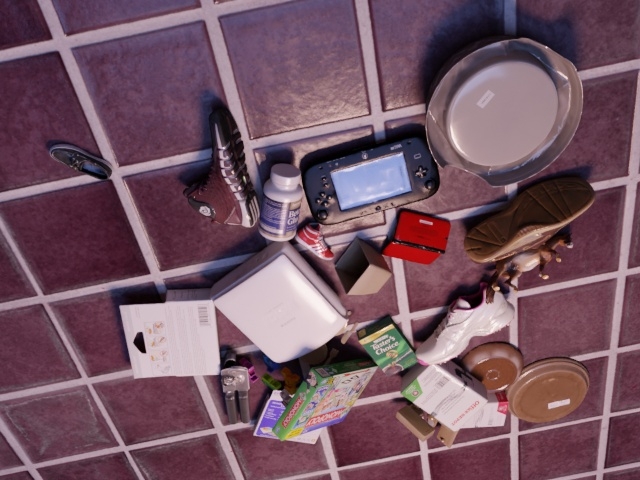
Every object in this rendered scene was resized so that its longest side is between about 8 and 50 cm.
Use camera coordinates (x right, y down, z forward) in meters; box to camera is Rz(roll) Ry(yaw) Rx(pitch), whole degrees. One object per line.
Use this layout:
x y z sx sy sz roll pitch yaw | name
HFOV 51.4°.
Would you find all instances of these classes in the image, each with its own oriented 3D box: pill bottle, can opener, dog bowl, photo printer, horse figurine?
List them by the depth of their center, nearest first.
0.394 -0.293 1.483 0.348 0.102 0.349 -3 124 -5 | dog bowl
-0.092 -0.091 1.567 0.094 0.094 0.170 4 124 -10 | pill bottle
-0.095 0.172 1.727 0.256 0.107 0.307 -33 116 15 | photo printer
0.531 0.066 1.728 0.263 0.174 0.066 -32 104 25 | horse figurine
-0.243 0.428 1.930 0.075 0.095 0.284 -3 138 -6 | can opener

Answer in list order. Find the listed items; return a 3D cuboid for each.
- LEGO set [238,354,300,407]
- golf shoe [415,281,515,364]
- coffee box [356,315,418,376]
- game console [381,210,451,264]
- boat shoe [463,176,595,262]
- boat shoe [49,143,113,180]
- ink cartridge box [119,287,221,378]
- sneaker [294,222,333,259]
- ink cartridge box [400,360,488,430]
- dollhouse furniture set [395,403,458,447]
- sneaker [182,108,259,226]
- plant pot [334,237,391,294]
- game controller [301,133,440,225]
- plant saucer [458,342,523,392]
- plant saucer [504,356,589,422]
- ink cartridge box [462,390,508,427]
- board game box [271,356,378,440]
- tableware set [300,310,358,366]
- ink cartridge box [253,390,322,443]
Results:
-0.118 0.400 1.866 0.087 0.227 0.093 -36 137 -29 | LEGO set
0.379 0.228 1.847 0.306 0.115 0.140 -35 111 9 | golf shoe
0.195 0.306 1.907 0.113 0.040 0.184 -28 123 12 | coffee box
0.245 -0.006 1.716 0.143 0.085 0.124 12 91 -15 | game console
0.526 -0.039 1.682 0.342 0.123 0.123 -33 152 7 | boat shoe
-0.535 -0.175 1.490 0.142 0.040 0.049 19 120 -19 | boat shoe
-0.395 0.254 1.791 0.238 0.060 0.275 -2 125 -4 | ink cartridge box
0.000 0.000 1.673 0.118 0.042 0.067 32 118 -23 | sneaker
0.363 0.440 1.958 0.208 0.087 0.153 37 114 -7 | ink cartridge box
0.320 0.582 2.050 0.151 0.144 0.123 -19 135 -39 | dollhouse furniture set
-0.250 -0.151 1.509 0.162 0.106 0.282 -5 115 17 | sneaker
0.116 0.077 1.707 0.096 0.109 0.109 19 121 -33 | plant pot
0.119 -0.143 1.574 0.319 0.067 0.167 -16 125 3 | game controller
0.515 0.394 1.999 0.198 0.036 0.199 0 122 0 | plant saucer
0.714 0.479 2.089 0.277 0.041 0.278 -4 125 -5 | plant saucer
0.499 0.525 2.080 0.150 0.063 0.109 -2 124 -4 | ink cartridge box
0.021 0.429 1.833 0.317 0.046 0.214 6 118 -58 | board game box
0.004 0.261 1.854 0.128 0.039 0.194 30 111 -7 | tableware set
-0.078 0.525 2.023 0.206 0.045 0.208 14 122 -16 | ink cartridge box
